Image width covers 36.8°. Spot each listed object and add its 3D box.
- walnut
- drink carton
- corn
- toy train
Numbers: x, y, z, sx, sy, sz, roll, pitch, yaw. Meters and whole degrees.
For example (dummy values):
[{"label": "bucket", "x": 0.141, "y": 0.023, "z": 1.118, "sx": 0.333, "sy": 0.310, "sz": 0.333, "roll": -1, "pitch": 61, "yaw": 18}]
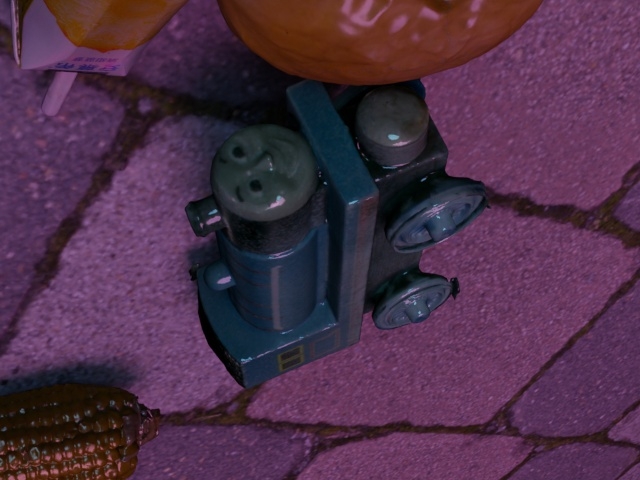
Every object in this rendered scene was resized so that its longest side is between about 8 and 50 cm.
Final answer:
[{"label": "walnut", "x": 0.038, "y": -0.167, "z": 0.528, "sx": 0.206, "sy": 0.159, "sz": 0.159, "roll": -10, "pitch": 138, "yaw": -15}, {"label": "drink carton", "x": -0.119, "y": -0.131, "z": 0.510, "sx": 0.084, "sy": 0.075, "sz": 0.200, "roll": -4, "pitch": 171, "yaw": -32}, {"label": "corn", "x": -0.255, "y": 0.173, "z": 0.769, "sx": 0.261, "sy": 0.097, "sz": 0.097, "roll": -9, "pitch": 138, "yaw": -22}, {"label": "toy train", "x": 0.000, "y": 0.000, "z": 0.678, "sx": 0.194, "sy": 0.120, "sz": 0.298, "roll": -22, "pitch": 158, "yaw": -10}]
